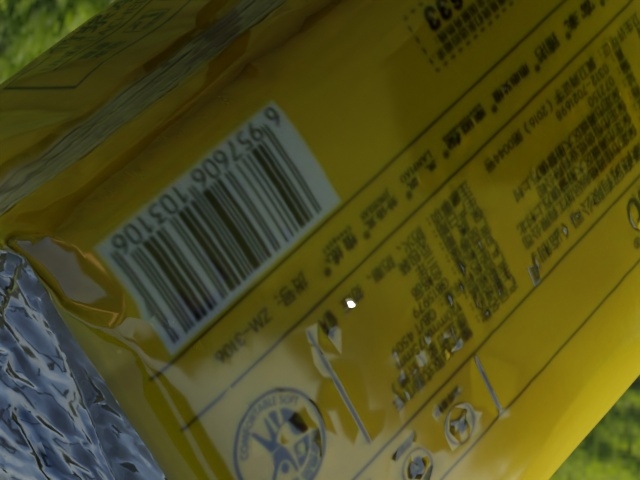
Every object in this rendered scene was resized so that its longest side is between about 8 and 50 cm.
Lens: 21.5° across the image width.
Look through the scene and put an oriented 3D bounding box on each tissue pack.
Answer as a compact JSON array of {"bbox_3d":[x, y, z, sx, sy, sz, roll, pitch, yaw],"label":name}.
[{"bbox_3d":[0.000,0.000,0.836,0.228,0.382,0.293,2,127,52],"label":"tissue pack"}]
